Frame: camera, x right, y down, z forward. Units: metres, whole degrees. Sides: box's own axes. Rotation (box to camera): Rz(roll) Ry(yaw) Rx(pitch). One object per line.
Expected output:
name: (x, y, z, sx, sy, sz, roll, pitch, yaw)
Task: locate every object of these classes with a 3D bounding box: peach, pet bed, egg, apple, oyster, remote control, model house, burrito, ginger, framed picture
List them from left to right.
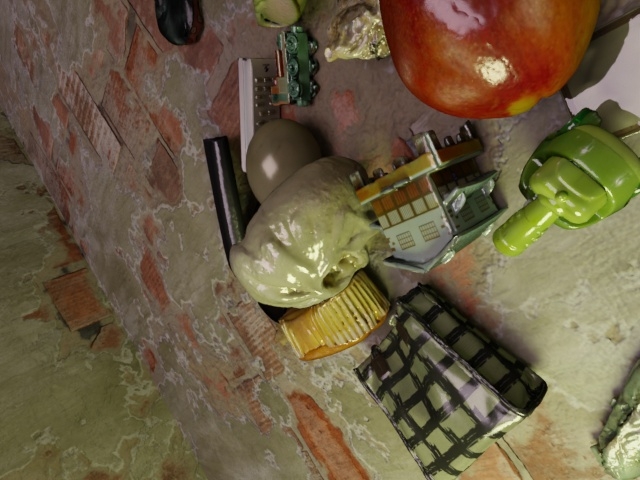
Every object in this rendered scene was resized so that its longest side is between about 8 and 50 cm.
pet bed: (-0.412, -0.662, 1.212, 0.201, 0.053, 0.201, 18, 119, 35)
remote control: (-0.152, -0.316, 1.081, 0.055, 0.102, 0.278, 20, 119, 34)
egg: (-0.086, -0.170, 1.023, 0.185, 0.186, 0.242, 19, 120, 36)
apple: (-0.068, -0.555, 0.854, 0.119, 0.265, 0.194, 18, 92, -5)
ginger: (-0.074, 0.250, 1.268, 0.213, 0.074, 0.138, -13, 88, 49)
oyster: (0.111, -0.478, 0.755, 0.238, 0.114, 0.352, 38, 106, 28)
model house: (0.203, -0.074, 0.774, 0.198, 0.224, 0.216, -27, 87, 44)
peach: (0.220, -0.339, 0.589, 0.307, 0.308, 0.332, -6, 135, 43)
burrito: (0.554, 0.293, 0.717, 0.096, 0.066, 0.310, 23, 122, 28)
framed picture: (0.473, -0.249, 0.606, 0.231, 0.010, 0.173, -19, 94, 45)

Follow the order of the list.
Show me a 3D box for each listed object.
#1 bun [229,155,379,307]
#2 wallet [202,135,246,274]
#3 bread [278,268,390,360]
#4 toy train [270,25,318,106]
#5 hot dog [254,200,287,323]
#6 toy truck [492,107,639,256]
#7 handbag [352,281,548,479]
bun: (0.000, 0.000, 0.901, 0.219, 0.365, 0.365, 42, 130, 17)
wallet: (-0.278, -0.103, 1.267, 0.228, 0.062, 0.407, -150, 50, -67)
bread: (0.034, 0.196, 1.062, 0.288, 0.204, 0.156, -32, 93, 38)
toy train: (-0.068, -0.405, 0.994, 0.118, 0.074, 0.176, 16, 119, 42)
hot dog: (-0.098, 0.056, 1.181, 0.194, 0.107, 0.326, 34, 126, 35)
toy truck: (0.361, -0.077, 0.624, 0.148, 0.210, 0.187, 48, 167, 13)
handbag: (0.255, 0.314, 0.935, 0.327, 0.162, 0.325, 45, 130, 27)
